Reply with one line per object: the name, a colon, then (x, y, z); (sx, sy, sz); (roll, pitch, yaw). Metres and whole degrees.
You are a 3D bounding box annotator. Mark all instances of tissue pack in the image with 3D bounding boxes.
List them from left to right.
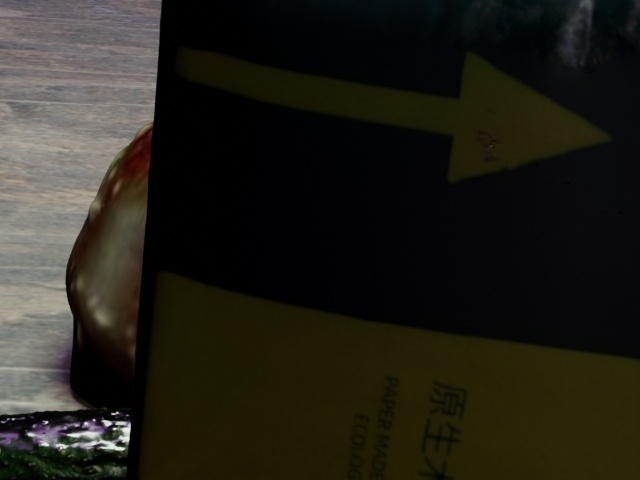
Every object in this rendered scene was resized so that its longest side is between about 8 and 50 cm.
tissue pack: (0.054, 0.049, 0.755); (0.253, 0.417, 0.264); (7, 20, 6)

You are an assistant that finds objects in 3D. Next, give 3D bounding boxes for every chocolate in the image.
chocolate: (0.000, 0.000, 1.185); (0.340, 0.210, 0.225); (1, 23, -10)

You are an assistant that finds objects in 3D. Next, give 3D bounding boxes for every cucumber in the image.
cucumber: (-0.136, 0.128, 1.012); (0.245, 0.067, 0.067); (3, 20, -8)
